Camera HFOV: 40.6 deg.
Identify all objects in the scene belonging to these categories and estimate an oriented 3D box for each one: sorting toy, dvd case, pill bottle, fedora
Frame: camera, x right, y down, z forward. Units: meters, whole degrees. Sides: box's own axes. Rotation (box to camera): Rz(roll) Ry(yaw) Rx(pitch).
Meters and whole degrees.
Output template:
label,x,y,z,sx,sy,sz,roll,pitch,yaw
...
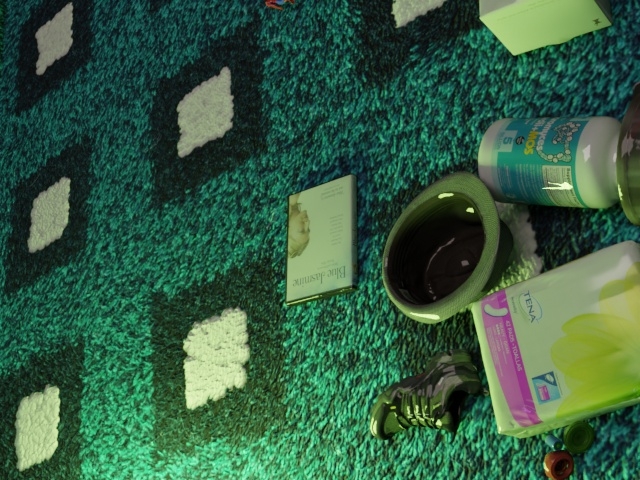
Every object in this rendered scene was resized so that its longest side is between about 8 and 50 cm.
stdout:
label,x,y,z,sx,sy,sz,roll,pitch,yaw
sorting toy,0.367,0.313,1.314,0.102,0.061,0.042,-59,18,1
dvd case,0.000,0.000,1.785,0.180,0.022,0.253,-17,62,36
pill bottle,0.400,-0.127,1.397,0.264,0.146,0.146,6,77,42
fedora,0.236,0.024,1.493,0.275,0.124,0.244,-47,45,28

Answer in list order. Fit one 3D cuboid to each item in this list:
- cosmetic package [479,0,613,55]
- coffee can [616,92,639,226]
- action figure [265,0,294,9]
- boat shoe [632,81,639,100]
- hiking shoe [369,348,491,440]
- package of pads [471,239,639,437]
label,x,y,z,sx,sy,sz,roll,pitch,yaw
cosmetic package,0.401,-0.547,1.565,0.197,0.155,0.366,-14,63,34
coffee can,0.581,-0.111,1.190,0.275,0.201,0.202,5,76,42
action figure,-0.098,-0.586,2.110,0.115,0.030,0.038,11,75,48
boat shoe,0.531,-0.206,1.387,0.049,0.042,0.133,-28,54,33
hiking shoe,0.179,0.284,1.464,0.227,0.086,0.114,-43,46,19
package of pads,0.390,0.151,1.323,0.296,0.101,0.229,-25,59,31
